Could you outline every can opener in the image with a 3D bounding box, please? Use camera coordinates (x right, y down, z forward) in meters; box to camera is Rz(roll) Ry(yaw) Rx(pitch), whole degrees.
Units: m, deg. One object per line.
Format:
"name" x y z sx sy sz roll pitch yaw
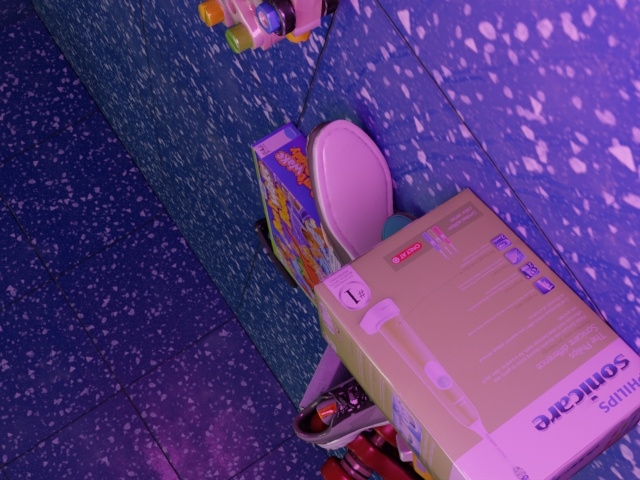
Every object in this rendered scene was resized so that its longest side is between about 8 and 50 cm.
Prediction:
"can opener" -0.085 0.027 1.759 0.073 0.059 0.186 36 154 54

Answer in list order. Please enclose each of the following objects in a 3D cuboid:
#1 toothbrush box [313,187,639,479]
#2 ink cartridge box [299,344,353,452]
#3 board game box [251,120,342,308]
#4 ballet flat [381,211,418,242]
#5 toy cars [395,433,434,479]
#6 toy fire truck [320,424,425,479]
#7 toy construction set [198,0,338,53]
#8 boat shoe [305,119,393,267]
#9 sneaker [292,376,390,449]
"toothbrush box" 0.157 0.118 0.849 0.283 0.206 0.122 49 163 29
"ink cartridge box" 0.033 0.291 1.705 0.045 0.224 0.223 16 150 18
"board game box" 0.000 0.000 1.381 0.233 0.078 0.347 50 164 26
"ballet flat" 0.150 0.056 1.034 0.213 0.072 0.068 54 -164 25
"toy cars" 0.167 0.289 1.302 0.394 0.087 0.176 85 177 -61
"toy fire truck" 0.139 0.432 1.623 0.302 0.169 0.254 39 180 5
"toy construction set" -0.077 -0.321 0.856 0.215 0.151 0.328 52 176 21
"boat shoe" 0.046 -0.032 1.101 0.091 0.109 0.305 31 155 50
"sneaker" 0.065 0.284 1.453 0.108 0.271 0.100 19 -140 -49
